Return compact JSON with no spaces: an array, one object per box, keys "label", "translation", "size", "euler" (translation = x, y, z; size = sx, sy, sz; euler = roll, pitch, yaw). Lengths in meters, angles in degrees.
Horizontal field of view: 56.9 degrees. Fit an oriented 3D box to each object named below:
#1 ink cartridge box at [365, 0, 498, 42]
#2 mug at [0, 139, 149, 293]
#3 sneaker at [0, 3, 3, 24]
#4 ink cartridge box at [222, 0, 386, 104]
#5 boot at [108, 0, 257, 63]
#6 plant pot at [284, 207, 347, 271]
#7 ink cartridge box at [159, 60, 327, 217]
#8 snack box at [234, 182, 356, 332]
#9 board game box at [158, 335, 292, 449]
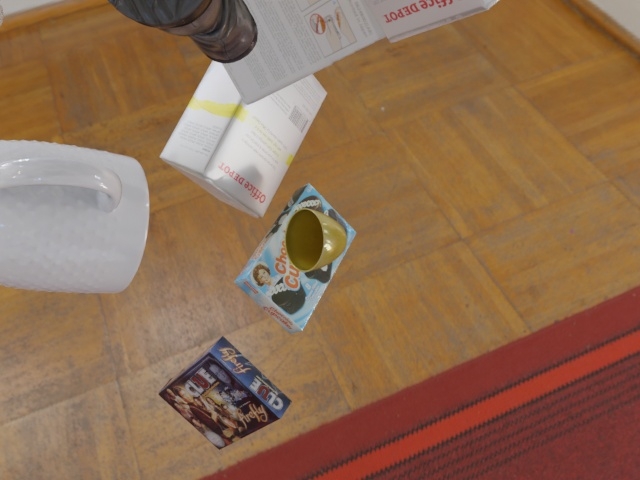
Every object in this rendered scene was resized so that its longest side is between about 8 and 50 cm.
[{"label":"ink cartridge box","translation":[0.077,-0.307,0.536],"size":[0.092,0.218,0.158],"euler":[-46,23,-15]},{"label":"mug","translation":[-0.491,-0.058,1.037],"size":[0.327,0.374,0.277],"euler":[7,71,-39]},{"label":"sneaker","translation":[-0.521,-0.337,0.791],"size":[0.232,0.115,0.091],"euler":[22,102,1]},{"label":"ink cartridge box","translation":[-0.065,-0.402,0.888],"size":[0.384,0.308,0.091],"euler":[-7,27,50]},{"label":"boot","translation":[-0.169,-0.311,0.487],"size":[0.118,0.338,0.223],"euler":[-21,10,6]},{"label":"plant pot","translation":[0.000,0.000,1.269],"size":[0.095,0.134,0.134],"euler":[1,42,-40]},{"label":"ink cartridge box","translation":[-0.181,-0.289,1.470],"size":[0.160,0.279,0.385],"euler":[22,82,30]},{"label":"snack box","translation":[-0.050,0.037,1.414],"size":[0.060,0.187,0.322],"euler":[-21,30,48]},{"label":"board game box","translation":[-0.179,0.281,1.060],"size":[0.165,0.243,0.042],"euler":[44,45,-4]}]
